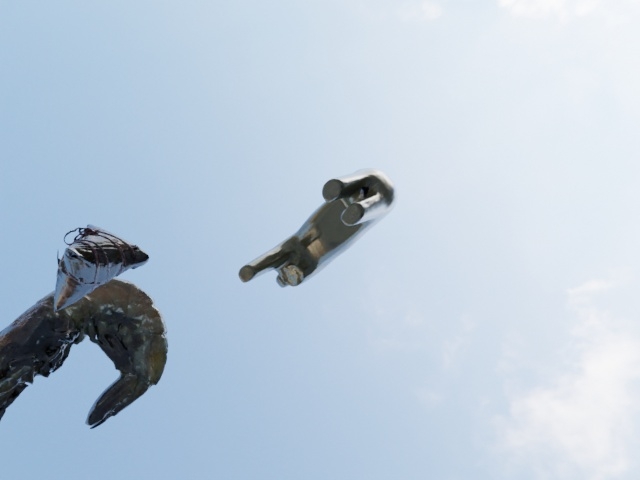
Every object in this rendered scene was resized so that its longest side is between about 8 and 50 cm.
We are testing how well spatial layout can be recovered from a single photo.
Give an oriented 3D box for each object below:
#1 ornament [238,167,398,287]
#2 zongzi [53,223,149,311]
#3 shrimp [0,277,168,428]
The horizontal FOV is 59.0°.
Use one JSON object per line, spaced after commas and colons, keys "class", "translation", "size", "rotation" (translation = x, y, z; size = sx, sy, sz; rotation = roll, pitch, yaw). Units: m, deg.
{"class": "ornament", "translation": [0.000, 0.000, 0.689], "size": [0.061, 0.230, 0.245], "rotation": [50, -156, 7]}
{"class": "zongzi", "translation": [-0.196, 0.016, 0.475], "size": [0.067, 0.073, 0.083], "rotation": [32, -124, 3]}
{"class": "shrimp", "translation": [-0.380, 0.193, 0.868], "size": [0.233, 0.071, 0.365], "rotation": [39, -139, -3]}
